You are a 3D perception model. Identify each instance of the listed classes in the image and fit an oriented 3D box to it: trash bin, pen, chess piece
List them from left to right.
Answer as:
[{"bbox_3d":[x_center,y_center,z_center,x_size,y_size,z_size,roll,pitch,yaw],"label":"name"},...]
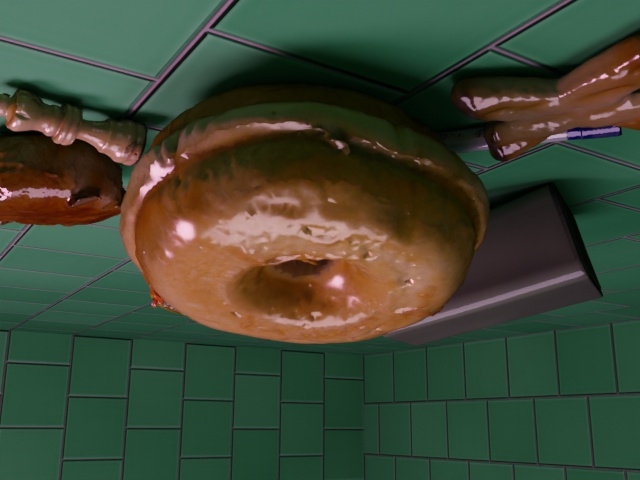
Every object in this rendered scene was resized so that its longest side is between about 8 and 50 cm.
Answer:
[{"bbox_3d":[-0.293,-0.135,0.830,0.172,0.060,0.060,15,159,-37],"label":"chess piece"},{"bbox_3d":[0.271,0.056,1.204,0.343,0.158,0.223,-20,158,23],"label":"trash bin"},{"bbox_3d":[0.228,-0.130,0.880,0.268,0.033,0.033,-4,165,20],"label":"pen"}]

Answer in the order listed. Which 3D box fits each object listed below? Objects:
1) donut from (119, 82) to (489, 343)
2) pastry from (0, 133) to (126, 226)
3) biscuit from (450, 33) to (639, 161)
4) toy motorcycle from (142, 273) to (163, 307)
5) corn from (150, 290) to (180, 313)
[{"bbox_3d":[-0.020,-0.012,0.873,0.448,0.198,0.449,-2,146,-1],"label":"donut"},{"bbox_3d":[-0.376,-0.076,0.963,0.228,0.100,0.218,1,170,-21],"label":"pastry"},{"bbox_3d":[0.261,-0.148,0.759,0.207,0.047,0.164,-8,157,31],"label":"biscuit"},{"bbox_3d":[-0.214,0.059,1.397,0.325,0.148,0.221,19,135,-26],"label":"toy motorcycle"},{"bbox_3d":[-0.271,0.127,1.710,0.120,0.121,0.363,-7,167,27],"label":"corn"}]
